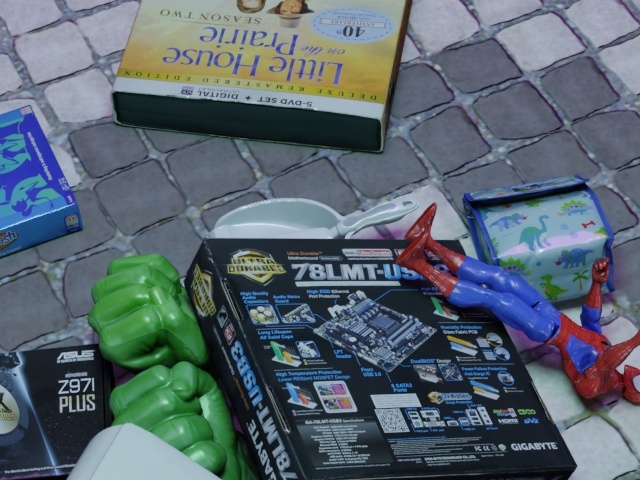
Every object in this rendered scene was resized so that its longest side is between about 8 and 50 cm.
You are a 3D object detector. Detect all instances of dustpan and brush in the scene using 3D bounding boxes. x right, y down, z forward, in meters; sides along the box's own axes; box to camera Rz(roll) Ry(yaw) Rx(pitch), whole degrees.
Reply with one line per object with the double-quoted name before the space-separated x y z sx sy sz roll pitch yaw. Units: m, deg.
"dustpan and brush" 0.000 0.000 1.874 0.211 0.060 0.147 -13 52 -8

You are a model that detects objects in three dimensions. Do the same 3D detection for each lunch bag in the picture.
"lunch bag" 0.221 -0.011 1.861 0.129 0.096 0.151 -9 37 -3

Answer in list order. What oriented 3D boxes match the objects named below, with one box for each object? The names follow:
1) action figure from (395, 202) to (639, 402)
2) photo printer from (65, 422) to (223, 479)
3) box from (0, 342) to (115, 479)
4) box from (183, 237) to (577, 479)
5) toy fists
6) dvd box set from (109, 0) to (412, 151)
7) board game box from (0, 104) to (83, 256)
"action figure" 0.225 0.049 1.734 0.280 0.139 0.091 37 31 -9
"photo printer" -0.135 0.319 1.470 0.256 0.107 0.307 36 35 -5
"box" -0.283 0.184 1.722 0.180 0.077 0.147 -5 50 -2
"box" 0.053 0.122 1.699 0.295 0.073 0.293 1 44 -31
"toy fists" -0.139 0.131 1.703 0.096 0.142 0.279 -33 49 21
"dvd box set" -0.047 -0.288 2.109 0.307 0.062 0.420 7 51 8
"board game box" -0.378 -0.046 1.931 0.210 0.047 0.160 -21 53 -14
